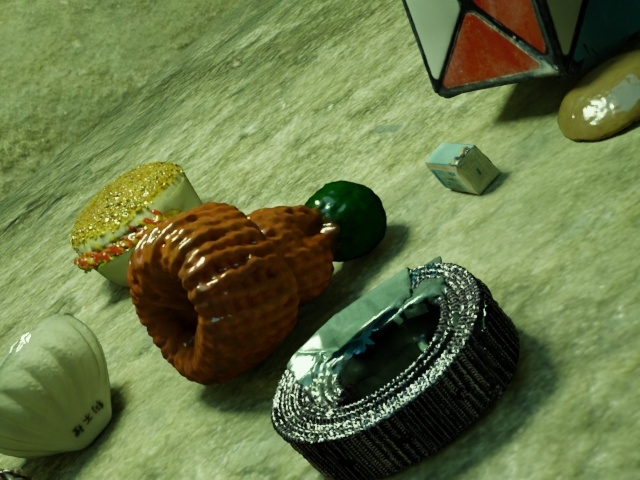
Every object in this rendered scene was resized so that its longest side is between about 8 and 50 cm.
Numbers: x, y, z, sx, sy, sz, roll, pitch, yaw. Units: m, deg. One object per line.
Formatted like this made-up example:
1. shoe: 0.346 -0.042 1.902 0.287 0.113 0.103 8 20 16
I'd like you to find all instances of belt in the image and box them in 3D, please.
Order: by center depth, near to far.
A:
1. belt: 0.090 0.166 1.576 0.324 0.122 0.260 -34 30 15

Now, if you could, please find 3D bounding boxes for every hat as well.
1. hat: -0.099 0.020 1.950 0.400 0.285 0.285 -41 21 -33

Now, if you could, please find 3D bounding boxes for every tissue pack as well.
1. tissue pack: 0.220 -0.114 1.959 0.059 0.074 0.094 -51 27 -12

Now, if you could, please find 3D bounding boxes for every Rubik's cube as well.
1. Rubik's cube: 0.335 -0.428 2.019 0.310 0.307 0.305 -31 15 -35

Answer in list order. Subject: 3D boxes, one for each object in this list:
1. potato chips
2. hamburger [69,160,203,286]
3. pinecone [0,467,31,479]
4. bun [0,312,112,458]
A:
1. potato chips: 0.439 -0.230 1.876 0.208 0.062 0.195 0 45 52
2. hamburger: -0.375 -0.044 2.538 0.276 0.179 0.294 -30 25 18
3. pinecone: -0.454 0.427 1.798 0.207 0.208 0.208 -31 24 16
4. bun: -0.434 0.269 2.088 0.263 0.175 0.263 -53 -13 -18
